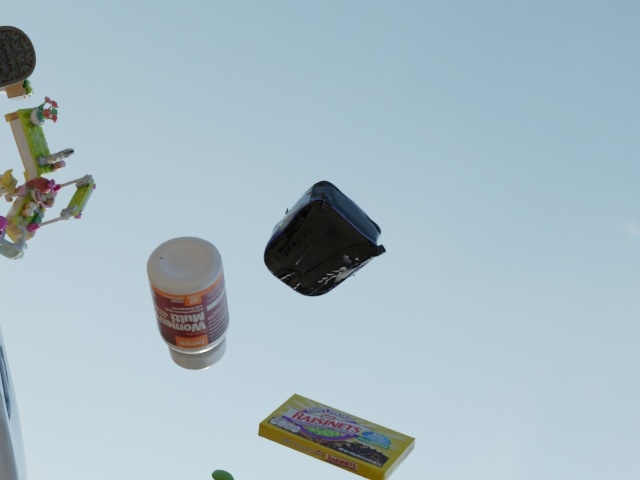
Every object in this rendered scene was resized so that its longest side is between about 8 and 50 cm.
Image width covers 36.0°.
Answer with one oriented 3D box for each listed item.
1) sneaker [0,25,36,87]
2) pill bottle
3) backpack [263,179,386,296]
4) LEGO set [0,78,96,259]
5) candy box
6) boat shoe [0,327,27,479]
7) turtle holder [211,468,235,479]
[{"bbox_3d":[-0.325,-0.125,0.768,0.086,0.192,0.064,-2,-75,45],"label":"sneaker"},{"bbox_3d":[-0.213,0.108,1.621,0.121,0.121,0.221,37,-34,32],"label":"pill bottle"},{"bbox_3d":[0.000,0.000,1.094,0.105,0.084,0.114,40,-65,-14],"label":"backpack"},{"bbox_3d":[-0.365,-0.107,1.296,0.107,0.132,0.287,-15,-120,25],"label":"LEGO set"},{"bbox_3d":[0.023,0.284,1.426,0.206,0.105,0.027,16,-67,25],"label":"candy box"},{"bbox_3d":[-0.347,0.088,0.814,0.136,0.157,0.367,-118,-157,-57],"label":"boat shoe"},{"bbox_3d":[-0.135,0.591,1.840,0.320,0.243,0.227,-2,-69,20],"label":"turtle holder"}]
